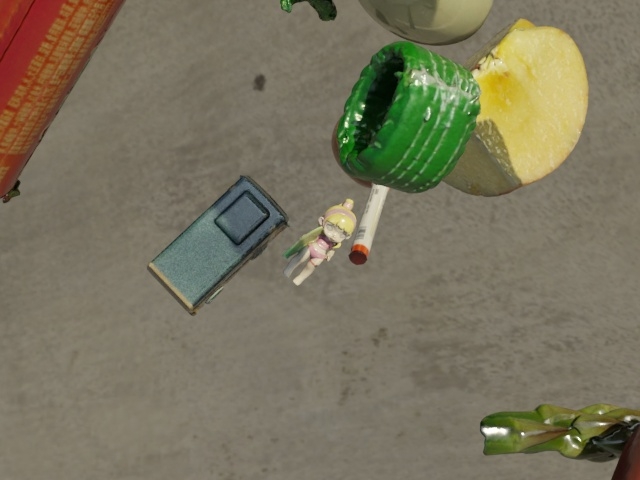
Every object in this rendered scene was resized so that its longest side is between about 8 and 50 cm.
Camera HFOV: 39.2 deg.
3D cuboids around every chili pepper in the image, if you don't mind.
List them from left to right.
[{"bbox_3d":[-0.015,-0.333,1.231,0.035,0.118,0.055,-14,87,32],"label":"chili pepper"}]

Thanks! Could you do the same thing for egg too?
[{"bbox_3d":[0.143,-0.376,1.259,0.186,0.242,0.186,-33,40,33],"label":"egg"}]

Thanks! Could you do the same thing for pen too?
[{"bbox_3d":[0.075,-0.046,1.274,0.028,0.028,0.239,-22,27,29],"label":"pen"}]

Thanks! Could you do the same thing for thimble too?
[{"bbox_3d":[0.079,-0.111,0.807,0.130,0.090,0.118,-41,39,49],"label":"thimble"}]

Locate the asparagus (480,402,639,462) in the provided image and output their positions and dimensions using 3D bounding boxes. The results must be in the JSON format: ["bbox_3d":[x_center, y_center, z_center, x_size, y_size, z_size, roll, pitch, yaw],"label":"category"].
[{"bbox_3d":[0.334,0.243,1.137,0.287,0.080,0.080,2,78,-4],"label":"asparagus"}]

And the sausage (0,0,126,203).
[{"bbox_3d":[-0.153,-0.130,0.501,0.264,0.083,0.083,-49,57,28],"label":"sausage"}]

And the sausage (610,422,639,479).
[{"bbox_3d":[0.384,0.310,0.989,0.152,0.152,0.279,11,49,36],"label":"sausage"}]

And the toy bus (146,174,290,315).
[{"bbox_3d":[-0.196,0.007,1.753,0.275,0.167,0.138,-43,88,-7],"label":"toy bus"}]

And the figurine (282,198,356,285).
[{"bbox_3d":[0.000,0.000,1.678,0.187,0.083,0.083,-52,57,14],"label":"figurine"}]

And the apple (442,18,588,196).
[{"bbox_3d":[0.328,-0.256,1.666,0.314,0.252,0.309,26,56,33],"label":"apple"}]

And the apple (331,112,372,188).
[{"bbox_3d":[0.120,-0.194,1.862,0.201,0.201,0.162,-28,30,27],"label":"apple"}]
